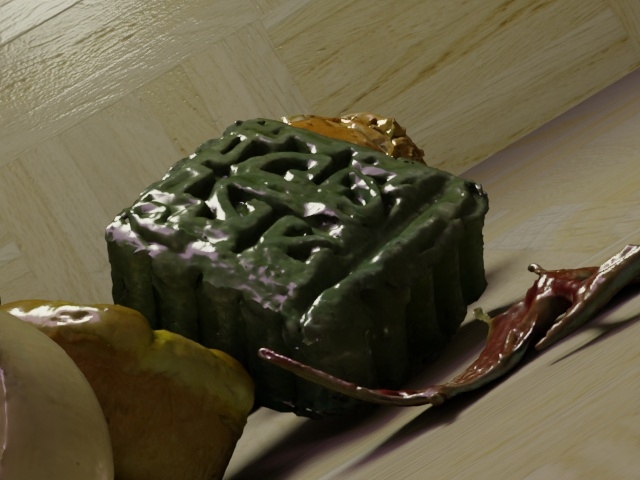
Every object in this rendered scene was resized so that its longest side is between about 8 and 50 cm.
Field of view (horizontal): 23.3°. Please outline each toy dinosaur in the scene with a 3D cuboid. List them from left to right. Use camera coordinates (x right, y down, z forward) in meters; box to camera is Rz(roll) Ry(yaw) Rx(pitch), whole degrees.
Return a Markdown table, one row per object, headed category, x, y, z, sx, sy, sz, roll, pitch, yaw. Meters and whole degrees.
| category | x | y | z | sx | sy | sz | roll | pitch | yaw |
| --- | --- | --- | --- | --- | --- | --- | --- | --- | --- |
| toy dinosaur | 0.128 | 0.016 | 1.032 | 0.327 | 0.113 | 0.206 | -32 | 2 | 18 |

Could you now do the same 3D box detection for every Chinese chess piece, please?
| category | x | y | z | sx | sy | sz | roll | pitch | yaw |
| --- | --- | --- | --- | --- | --- | --- | --- | --- | --- |
| Chinese chess piece | -0.253 | 0.166 | 0.969 | 0.273 | 0.273 | 0.102 | -30 | -38 | 19 |

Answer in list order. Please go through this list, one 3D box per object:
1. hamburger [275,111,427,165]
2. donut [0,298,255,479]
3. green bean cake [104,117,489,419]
| category | x | y | z | sx | sy | sz | roll | pitch | yaw |
| --- | --- | --- | --- | --- | --- | --- | --- | --- | --- |
| hamburger | 0.007 | -0.006 | 1.472 | 0.245 | 0.260 | 0.211 | -57 | -21 | 16 |
| donut | -0.179 | 0.136 | 1.149 | 0.261 | 0.208 | 0.128 | -35 | 35 | 58 |
| green bean cake | -0.015 | 0.017 | 1.223 | 0.255 | 0.132 | 0.241 | 20 | 38 | 30 |
